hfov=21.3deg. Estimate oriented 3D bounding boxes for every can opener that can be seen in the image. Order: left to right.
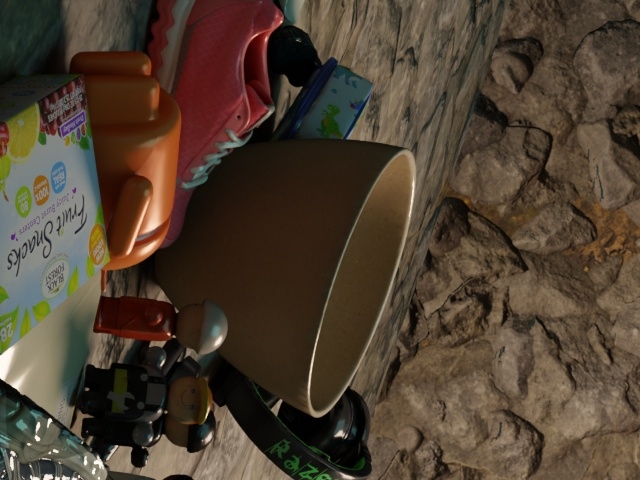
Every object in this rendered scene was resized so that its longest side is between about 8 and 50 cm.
[{"bbox_3d":[-0.211,0.186,2.007,0.186,0.073,0.059,-50,164,-39],"label":"can opener"}]

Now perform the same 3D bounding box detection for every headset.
[{"bbox_3d":[-0.027,0.212,2.460,0.185,0.243,0.394,-49,-157,11],"label":"headset"}]

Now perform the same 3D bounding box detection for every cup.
[{"bbox_3d":[-0.055,0.014,2.008,0.331,0.237,0.331,19,90,-77],"label":"cup"}]

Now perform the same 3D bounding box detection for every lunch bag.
[{"bbox_3d":[-0.020,-0.121,2.203,0.176,0.090,0.219,-59,-178,-40],"label":"lunch bag"}]

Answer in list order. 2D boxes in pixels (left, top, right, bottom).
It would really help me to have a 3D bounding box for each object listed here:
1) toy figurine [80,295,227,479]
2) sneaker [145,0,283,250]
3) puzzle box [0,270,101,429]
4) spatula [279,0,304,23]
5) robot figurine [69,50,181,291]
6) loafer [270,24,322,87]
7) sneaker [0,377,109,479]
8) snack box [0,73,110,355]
[{"bbox_3d":[-0.177,0.177,1.798,0.209,0.148,0.213,-95,-167,-61],"label":"toy figurine"},{"bbox_3d":[-0.121,-0.124,1.770,0.116,0.136,0.313,-41,147,-66],"label":"sneaker"},{"bbox_3d":[-0.314,0.215,1.594,0.272,0.052,0.408,-32,138,-72],"label":"puzzle box"},{"bbox_3d":[-0.034,-0.369,2.089,0.242,0.019,0.168,36,73,-77],"label":"spatula"},{"bbox_3d":[-0.194,-0.064,1.553,0.128,0.158,0.219,-34,143,-44],"label":"robot figurine"},{"bbox_3d":[-0.038,-0.246,2.184,0.170,0.062,0.061,58,10,-78],"label":"loafer"},{"bbox_3d":[-0.274,0.190,1.446,0.122,0.110,0.283,-52,161,-9],"label":"sneaker"},{"bbox_3d":[-0.252,-0.026,1.388,0.207,0.070,0.174,-46,134,-62],"label":"snack box"}]
